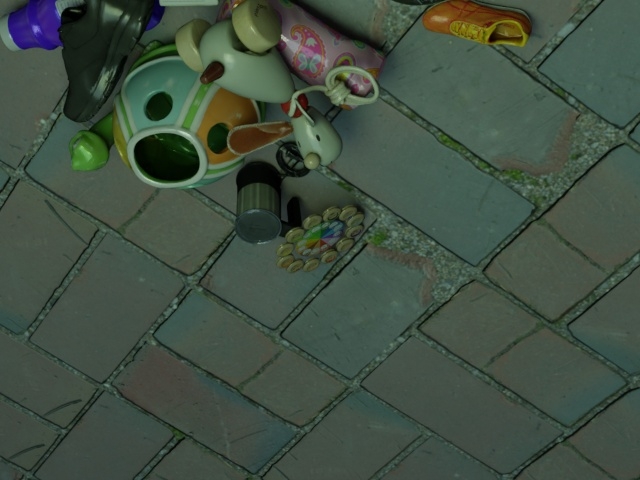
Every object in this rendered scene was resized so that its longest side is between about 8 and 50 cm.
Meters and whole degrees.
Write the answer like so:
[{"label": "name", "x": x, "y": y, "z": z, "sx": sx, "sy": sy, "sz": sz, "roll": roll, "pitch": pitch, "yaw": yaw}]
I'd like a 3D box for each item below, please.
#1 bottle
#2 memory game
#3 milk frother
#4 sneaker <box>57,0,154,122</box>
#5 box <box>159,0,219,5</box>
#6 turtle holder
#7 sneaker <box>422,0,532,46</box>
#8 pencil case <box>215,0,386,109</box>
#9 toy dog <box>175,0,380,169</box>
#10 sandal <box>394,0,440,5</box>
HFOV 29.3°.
[{"label": "bottle", "x": -0.406, "y": -0.382, "z": 2.061, "sx": 0.283, "sy": 0.092, "sz": 0.118, "roll": -12, "pitch": 130, "yaw": 22}, {"label": "memory game", "x": 0.000, "y": 0.000, "z": 2.236, "sx": 0.186, "sy": 0.012, "sz": 0.186, "roll": -24, "pitch": 151, "yaw": -14}, {"label": "milk frother", "x": -0.085, "y": -0.087, "z": 2.183, "sx": 0.129, "sy": 0.135, "sz": 0.143, "roll": 6, "pitch": 131, "yaw": -9}, {"label": "sneaker", "x": -0.373, "y": -0.314, "z": 1.997, "sx": 0.130, "sy": 0.109, "sz": 0.286, "roll": 26, "pitch": 129, "yaw": -12}, {"label": "box", "x": -0.206, "y": -0.437, "z": 1.965, "sx": 0.102, "sy": 0.101, "sz": 0.087, "roll": 1, "pitch": 127, "yaw": 11}, {"label": "turtle holder", "x": -0.262, "y": -0.206, "z": 2.077, "sx": 0.320, "sy": 0.227, "sz": 0.243, "roll": 13, "pitch": 130, "yaw": 3}, {"label": "sneaker", "x": 0.248, "y": -0.345, "z": 1.950, "sx": 0.175, "sy": 0.067, "sz": 0.064, "roll": 6, "pitch": 130, "yaw": 11}, {"label": "pencil case", "x": -0.034, "y": -0.326, "z": 2.002, "sx": 0.284, "sy": 0.124, "sz": 0.124, "roll": 30, "pitch": 128, "yaw": -9}, {"label": "toy dog", "x": -0.087, "y": -0.224, "z": 1.918, "sx": 0.333, "sy": 0.161, "sz": 0.220, "roll": 33, "pitch": 138, "yaw": -14}, {"label": "sandal", "x": 0.212, "y": -0.445, "z": 1.877, "sx": 0.303, "sy": 0.086, "sz": 0.120, "roll": -14, "pitch": 118, "yaw": 5}]
